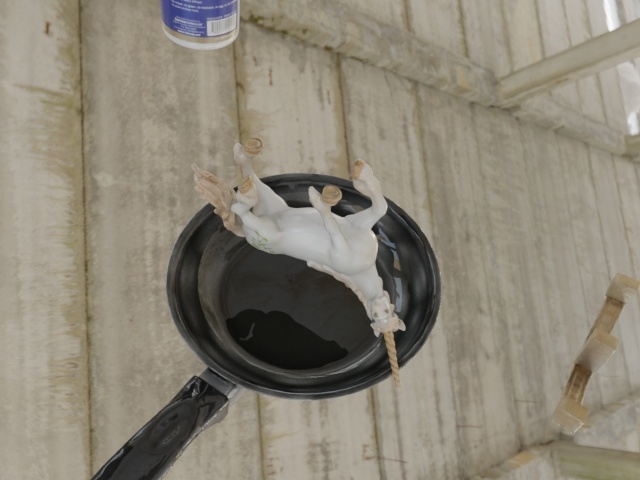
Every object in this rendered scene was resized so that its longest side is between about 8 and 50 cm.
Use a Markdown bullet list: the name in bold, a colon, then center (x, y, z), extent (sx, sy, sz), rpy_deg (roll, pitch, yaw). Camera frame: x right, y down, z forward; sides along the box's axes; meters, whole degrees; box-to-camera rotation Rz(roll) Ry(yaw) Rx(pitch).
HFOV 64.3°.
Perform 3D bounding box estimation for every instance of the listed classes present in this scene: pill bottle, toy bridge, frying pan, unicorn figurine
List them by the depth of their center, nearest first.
- **unicorn figurine**: center (0.000, 0.000, 0.315), extent (0.060, 0.162, 0.111), rpy_deg (-44, -32, -26)
- **frying pan**: center (-0.023, 0.076, 0.338), extent (0.198, 0.053, 0.325), rpy_deg (10, -128, 4)
- **toy bridge**: center (0.283, 0.115, 0.526), extent (0.188, 0.026, 0.063), rpy_deg (-48, -28, -29)
- **pill bottle**: center (-0.223, -0.507, 0.937), extent (0.153, 0.264, 0.153), rpy_deg (6, -131, -6)
